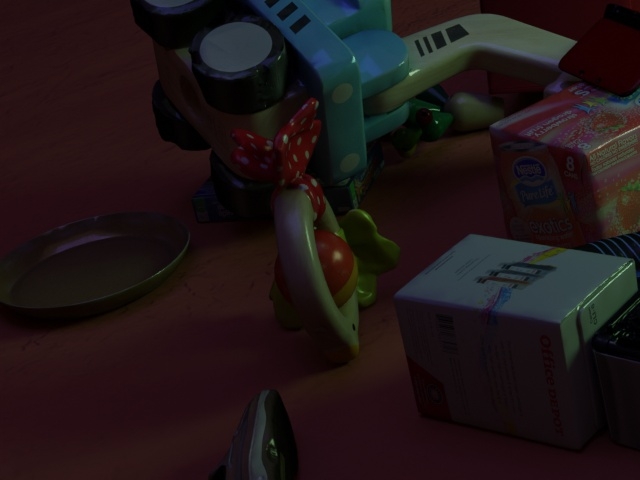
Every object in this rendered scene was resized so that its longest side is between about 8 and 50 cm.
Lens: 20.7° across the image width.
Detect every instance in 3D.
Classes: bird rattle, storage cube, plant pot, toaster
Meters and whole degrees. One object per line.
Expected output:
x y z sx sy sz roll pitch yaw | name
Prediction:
0.000 0.000 1.694 0.143 0.253 0.207 -11 48 4 | bird rattle
0.312 -0.291 2.159 0.215 0.193 0.184 -3 11 22 | storage cube
-0.260 0.032 1.984 0.236 0.032 0.236 -10 25 5 | plant pot
0.330 0.099 1.447 0.168 0.110 0.186 7 30 38 | toaster

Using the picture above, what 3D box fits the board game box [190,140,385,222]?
-0.037 -0.071 2.092 0.201 0.035 0.136 -3 26 22 | board game box

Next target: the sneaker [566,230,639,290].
0.283 0.035 1.659 0.232 0.081 0.090 -3 22 5 | sneaker

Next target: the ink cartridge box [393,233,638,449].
0.178 0.085 1.531 0.176 0.128 0.127 10 33 40 | ink cartridge box

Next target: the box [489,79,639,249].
0.342 -0.096 1.828 0.300 0.142 0.154 -26 28 -27 | box

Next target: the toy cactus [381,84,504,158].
0.136 -0.169 2.162 0.180 0.112 0.219 0 15 3 | toy cactus

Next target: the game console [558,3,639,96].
0.345 -0.193 1.844 0.124 0.085 0.144 12 14 -28 | game console

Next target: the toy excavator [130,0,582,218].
0.066 -0.205 1.985 0.445 0.222 0.433 -28 50 -17 | toy excavator

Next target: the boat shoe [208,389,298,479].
-0.063 0.194 1.499 0.072 0.068 0.190 -21 23 11 | boat shoe
